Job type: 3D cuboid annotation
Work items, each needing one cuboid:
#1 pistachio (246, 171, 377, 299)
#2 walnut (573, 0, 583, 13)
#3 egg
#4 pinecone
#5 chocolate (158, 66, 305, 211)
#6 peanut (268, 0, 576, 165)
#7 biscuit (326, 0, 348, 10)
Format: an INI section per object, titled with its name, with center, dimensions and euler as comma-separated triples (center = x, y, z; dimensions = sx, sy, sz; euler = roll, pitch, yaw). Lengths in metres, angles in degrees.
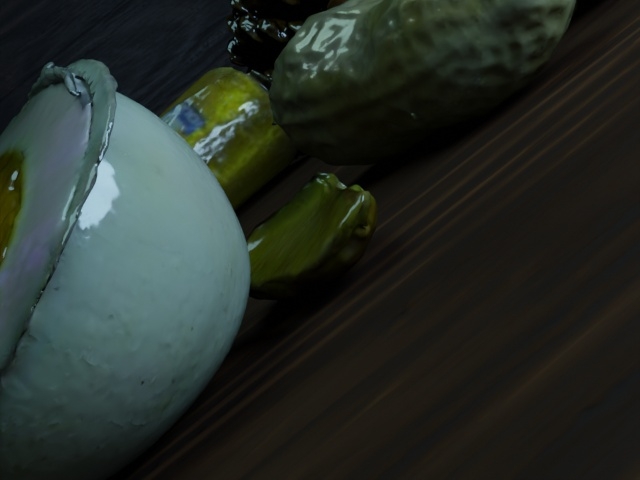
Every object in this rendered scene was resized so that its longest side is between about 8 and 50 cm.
[pistachio]
center = 0.000, 0.000, 0.837
dimensions = 0.173, 0.049, 0.089
euler = -17, 45, 62
[walnut]
center = 0.199, -0.263, 1.111
dimensions = 0.155, 0.155, 0.184
euler = -35, 4, 17
[egg]
center = -0.142, 0.056, 0.769
dimensions = 0.264, 0.174, 0.286
euler = -19, 46, 56
[pinecone]
center = -0.008, -0.266, 1.696
dimensions = 0.243, 0.243, 0.257
euler = -45, -9, -39
[chocolate]
center = -0.212, -0.023, 1.529
dimensions = 0.445, 0.162, 0.162
euler = -45, 11, -25
[peanut]
center = 0.076, -0.147, 1.031
dimensions = 0.149, 0.149, 0.313
euler = -43, 10, -31
[biscuit]
center = 0.194, -0.333, 1.419
dimensions = 0.349, 0.078, 0.455
euler = -31, -4, 21
